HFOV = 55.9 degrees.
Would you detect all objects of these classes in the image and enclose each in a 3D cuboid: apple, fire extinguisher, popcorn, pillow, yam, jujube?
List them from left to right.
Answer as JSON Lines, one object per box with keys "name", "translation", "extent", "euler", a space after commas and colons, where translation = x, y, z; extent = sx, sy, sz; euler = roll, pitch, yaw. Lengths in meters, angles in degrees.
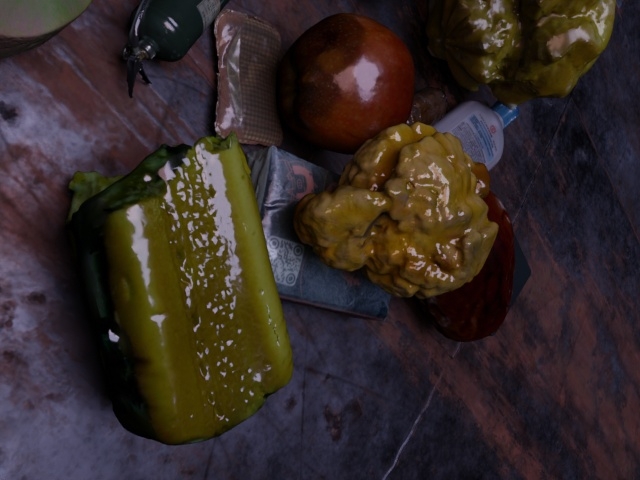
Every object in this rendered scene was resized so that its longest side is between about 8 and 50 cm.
{"name": "fire extinguisher", "translation": [-0.199, -0.334, 0.858], "extent": [0.295, 0.093, 0.118], "euler": [-60, 165, -23]}
{"name": "pillow", "translation": [-0.116, -0.258, 0.966], "extent": [0.135, 0.034, 0.211], "euler": [0, 88, -41]}
{"name": "apple", "translation": [0.035, -0.252, 0.976], "extent": [0.229, 0.229, 0.230], "euler": [1, 89, -41]}
{"name": "popcorn", "translation": [0.124, -0.043, 0.904], "extent": [0.332, 0.225, 0.265], "euler": [4, 106, -27]}
{"name": "yam", "translation": [0.188, -0.250, 1.201], "extent": [0.141, 0.079, 0.079], "euler": [-35, 111, -35]}
{"name": "jujube", "translation": [0.271, 0.043, 1.185], "extent": [0.223, 0.223, 0.318], "euler": [-36, 122, -35]}

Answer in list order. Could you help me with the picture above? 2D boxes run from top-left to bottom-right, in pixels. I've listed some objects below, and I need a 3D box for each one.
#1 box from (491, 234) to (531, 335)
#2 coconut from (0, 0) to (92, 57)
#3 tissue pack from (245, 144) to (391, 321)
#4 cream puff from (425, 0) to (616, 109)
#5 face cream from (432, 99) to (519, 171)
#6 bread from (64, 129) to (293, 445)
{"name": "box", "translation": [0.404, 0.093, 1.399], "extent": [0.230, 0.050, 0.160], "euler": [-48, 118, -31]}
{"name": "coconut", "translation": [-0.347, -0.306, 0.635], "extent": [0.236, 0.235, 0.205], "euler": [-42, 112, -33]}
{"name": "tissue pack", "translation": [0.000, 0.000, 1.018], "extent": [0.315, 0.103, 0.228], "euler": [18, 80, -38]}
{"name": "cream puff", "translation": [0.374, -0.436, 1.182], "extent": [0.275, 0.378, 0.379], "euler": [-29, 108, -45]}
{"name": "face cream", "translation": [0.330, -0.221, 1.318], "extent": [0.336, 0.080, 0.163], "euler": [-40, 108, -34]}
{"name": "bread", "translation": [-0.184, 0.069, 0.786], "extent": [0.251, 0.208, 0.377], "euler": [-21, 103, -36]}
